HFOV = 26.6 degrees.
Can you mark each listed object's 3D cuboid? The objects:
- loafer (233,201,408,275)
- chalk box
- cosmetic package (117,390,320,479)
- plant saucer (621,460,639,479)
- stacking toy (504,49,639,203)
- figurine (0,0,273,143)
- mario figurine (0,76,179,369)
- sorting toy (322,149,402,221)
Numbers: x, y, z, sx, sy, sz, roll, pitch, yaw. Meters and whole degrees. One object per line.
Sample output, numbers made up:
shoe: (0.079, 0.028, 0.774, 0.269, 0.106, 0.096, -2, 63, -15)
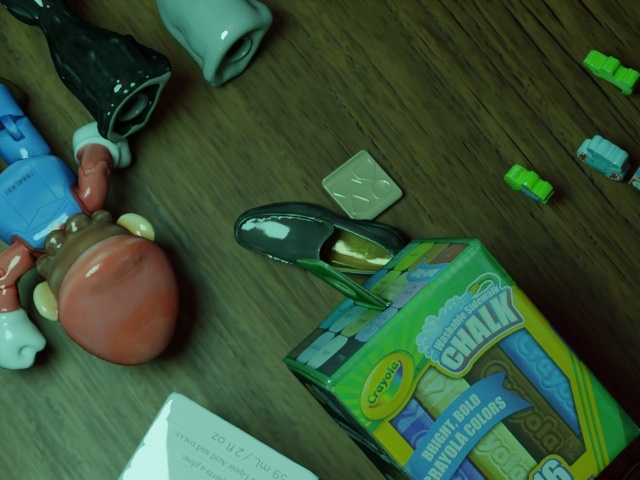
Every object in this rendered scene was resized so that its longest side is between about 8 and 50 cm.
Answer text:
loafer: (0.000, 0.000, 1.293, 0.170, 0.061, 0.062, 6, 103, 2)
chalk box: (0.097, 0.111, 1.178, 0.179, 0.180, 0.289, -42, 101, -10)
cosmetic package: (-0.109, 0.254, 1.192, 0.151, 0.151, 0.183, 29, 78, 6)
plant saucer: (0.347, 0.275, 1.262, 0.169, 0.029, 0.168, 0, 76, -1)
stacking toy: (0.312, -0.062, 1.332, 0.221, 0.052, 0.167, 36, 77, 9)
figurine: (-0.188, -0.229, 1.317, 0.215, 0.092, 0.209, -34, 74, -32)
mario figurine: (-0.252, -0.002, 1.287, 0.320, 0.170, 0.198, 47, 116, 19)
sorting toy: (0.031, -0.043, 1.337, 0.083, 0.012, 0.062, -38, 78, -9)
